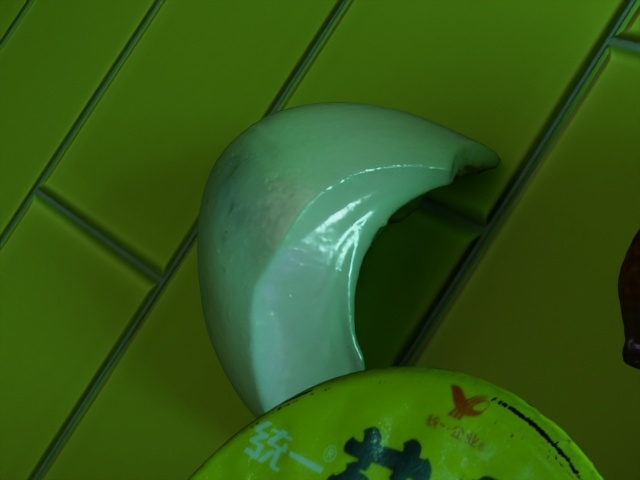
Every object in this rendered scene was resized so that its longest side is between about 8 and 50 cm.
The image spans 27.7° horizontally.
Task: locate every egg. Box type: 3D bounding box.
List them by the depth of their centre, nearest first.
[{"bbox_3d":[-0.014,0.001,0.947,0.206,0.162,0.271,21,77,51],"label":"egg"}]

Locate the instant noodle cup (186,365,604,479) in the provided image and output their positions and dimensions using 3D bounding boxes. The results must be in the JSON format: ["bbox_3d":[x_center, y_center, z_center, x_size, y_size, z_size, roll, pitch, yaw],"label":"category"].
[{"bbox_3d":[0.072,0.252,0.582,0.326,0.254,0.325,-27,45,32],"label":"instant noodle cup"}]

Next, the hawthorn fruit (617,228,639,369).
[{"bbox_3d":[0.273,0.045,0.579,0.262,0.210,0.210,-16,50,20],"label":"hawthorn fruit"}]
